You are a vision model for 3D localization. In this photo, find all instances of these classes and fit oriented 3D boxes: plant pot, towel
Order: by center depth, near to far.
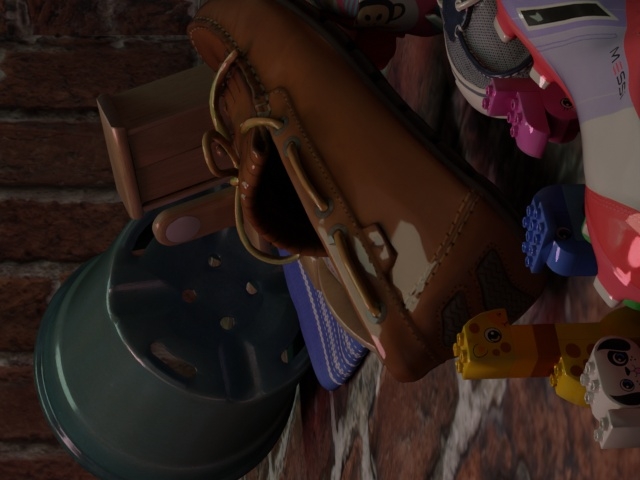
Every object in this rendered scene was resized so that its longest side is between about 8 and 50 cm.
[{"bbox_3d":[0.000,0.000,1.488,0.336,0.040,0.243,113,142,-69],"label":"towel"},{"bbox_3d":[-0.149,0.104,1.780,0.334,0.341,0.341,129,140,-64],"label":"plant pot"}]

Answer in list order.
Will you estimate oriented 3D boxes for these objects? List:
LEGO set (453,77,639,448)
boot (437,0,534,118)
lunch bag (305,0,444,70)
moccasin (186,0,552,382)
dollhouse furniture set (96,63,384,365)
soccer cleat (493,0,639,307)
[{"bbox_3d":[0.111,0.020,0.728,0.087,0.093,0.227,100,166,-52],"label":"LEGO set"},{"bbox_3d":[0.087,-0.148,0.857,0.086,0.069,0.190,56,-168,-34],"label":"boot"},{"bbox_3d":[0.039,-0.248,1.081,0.293,0.120,0.258,-121,31,-72],"label":"lunch bag"},{"bbox_3d":[-0.002,-0.046,0.987,0.380,0.147,0.139,51,-176,41],"label":"moccasin"},{"bbox_3d":[-0.034,0.020,1.218,0.303,0.174,0.355,85,160,-51],"label":"dollhouse furniture set"},{"bbox_3d":[0.136,-0.080,0.646,0.095,0.083,0.248,122,150,-44],"label":"soccer cleat"}]
